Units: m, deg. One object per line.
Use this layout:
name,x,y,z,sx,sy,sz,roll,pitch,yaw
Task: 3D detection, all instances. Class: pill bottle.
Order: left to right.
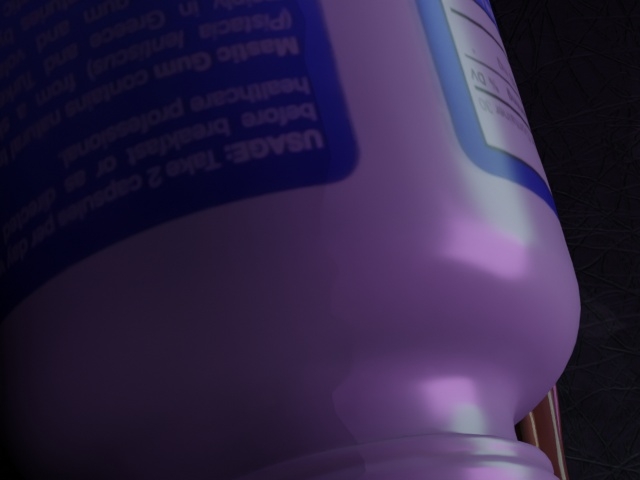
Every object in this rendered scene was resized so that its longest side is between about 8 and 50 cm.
pill bottle,-0.021,-0.017,0.508,0.152,0.152,0.272,75,1,-66

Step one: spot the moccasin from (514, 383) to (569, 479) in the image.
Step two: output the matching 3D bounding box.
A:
moccasin,0.081,0.141,0.582,0.139,0.147,0.380,73,-2,-50
